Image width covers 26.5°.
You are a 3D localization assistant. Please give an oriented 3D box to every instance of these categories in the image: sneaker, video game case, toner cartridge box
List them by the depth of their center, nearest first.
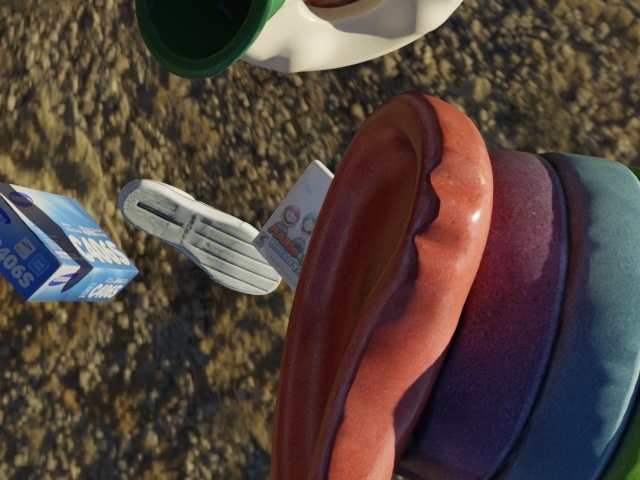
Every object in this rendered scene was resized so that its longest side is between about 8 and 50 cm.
[{"bbox_3d":[0.000,0.000,1.726,0.143,0.157,0.019,-53,149,17],"label":"video game case"},{"bbox_3d":[-0.164,-0.016,1.905,0.258,0.091,0.094,34,101,-17],"label":"sneaker"},{"bbox_3d":[-0.392,0.007,1.988,0.075,0.348,0.165,-45,82,5],"label":"toner cartridge box"}]

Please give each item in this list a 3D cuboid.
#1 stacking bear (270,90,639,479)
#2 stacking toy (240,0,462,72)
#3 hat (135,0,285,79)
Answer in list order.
[{"bbox_3d":[0.141,0.055,0.552,0.289,0.164,0.175,16,111,-11],"label":"stacking bear"},{"bbox_3d":[-0.021,-0.489,1.744,0.350,0.350,0.480,-14,70,-5],"label":"stacking toy"},{"bbox_3d":[-0.050,-0.249,1.326,0.183,0.173,0.208,-2,143,-52],"label":"hat"}]
